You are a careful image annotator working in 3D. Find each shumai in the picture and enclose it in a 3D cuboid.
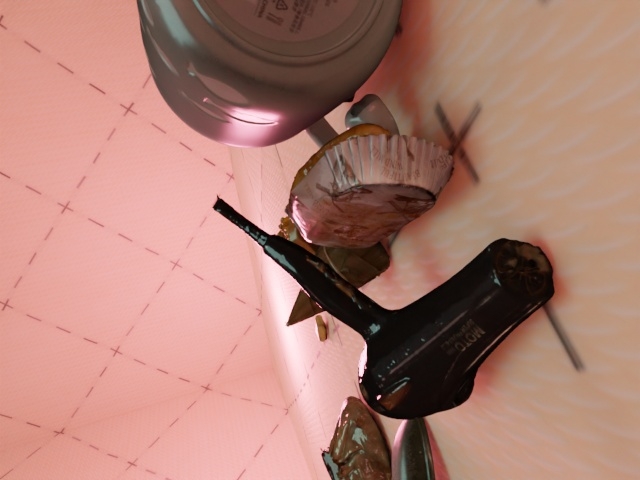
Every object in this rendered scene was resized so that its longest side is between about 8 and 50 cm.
[{"bbox_3d":[0.062,0.433,0.920,0.201,0.120,0.202,163,90,-77],"label":"shumai"}]

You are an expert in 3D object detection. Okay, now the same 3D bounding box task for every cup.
[{"bbox_3d":[-0.031,-0.208,0.497,0.357,0.259,0.274,48,172,-14],"label":"cup"}]

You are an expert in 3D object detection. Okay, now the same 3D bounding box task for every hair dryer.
[{"bbox_3d":[0.016,0.035,0.464,0.359,0.120,0.304,35,147,13],"label":"hair dryer"}]

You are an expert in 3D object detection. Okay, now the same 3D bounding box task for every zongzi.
[{"bbox_3d":[-0.001,0.047,0.693,0.081,0.178,0.189,53,174,-17],"label":"zongzi"}]

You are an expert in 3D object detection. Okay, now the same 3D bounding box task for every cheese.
[{"bbox_3d":[0.000,0.225,1.155,0.044,0.030,0.083,55,161,43],"label":"cheese"}]

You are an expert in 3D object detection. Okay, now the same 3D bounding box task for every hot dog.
[{"bbox_3d":[0.038,-0.049,0.494,0.268,0.144,0.075,150,129,-69],"label":"hot dog"}]

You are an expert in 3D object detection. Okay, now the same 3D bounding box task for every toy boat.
[{"bbox_3d":[0.150,0.377,0.626,0.078,0.084,0.261,125,141,-71],"label":"toy boat"}]

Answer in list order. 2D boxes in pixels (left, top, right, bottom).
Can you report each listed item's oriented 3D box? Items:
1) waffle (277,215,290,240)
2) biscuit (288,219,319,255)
[{"bbox_3d":[-0.065,0.021,1.185,0.149,0.051,0.194,97,151,-55],"label":"waffle"},{"bbox_3d":[0.000,0.000,0.797,0.212,0.041,0.239,-73,-29,-59],"label":"biscuit"}]
